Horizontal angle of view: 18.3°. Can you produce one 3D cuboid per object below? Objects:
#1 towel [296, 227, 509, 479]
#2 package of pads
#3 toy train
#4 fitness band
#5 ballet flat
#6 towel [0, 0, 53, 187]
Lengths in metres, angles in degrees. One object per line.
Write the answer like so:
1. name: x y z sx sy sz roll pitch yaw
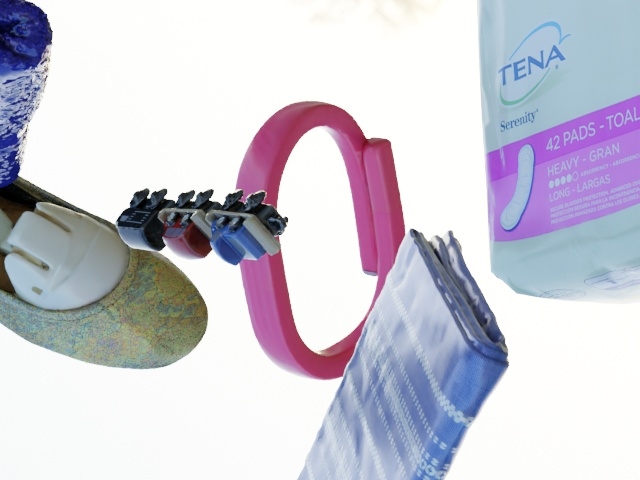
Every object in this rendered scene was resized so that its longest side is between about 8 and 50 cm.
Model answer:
1. towel: 0.029 0.171 1.278 0.040 0.336 0.243 20 -165 -13
2. package of pads: 0.170 -0.127 0.932 0.101 0.229 0.296 6 -104 -32
3. toy train: -0.065 -0.007 1.029 0.027 0.036 0.158 49 158 -23
4. fitness band: 0.000 0.000 2.015 0.054 0.291 0.209 11 -150 41
5. ballet flat: -0.251 -0.003 1.594 0.348 0.123 0.123 27 -171 22
6. towel: -0.293 -0.106 1.269 0.228 0.076 0.308 3 167 -13
